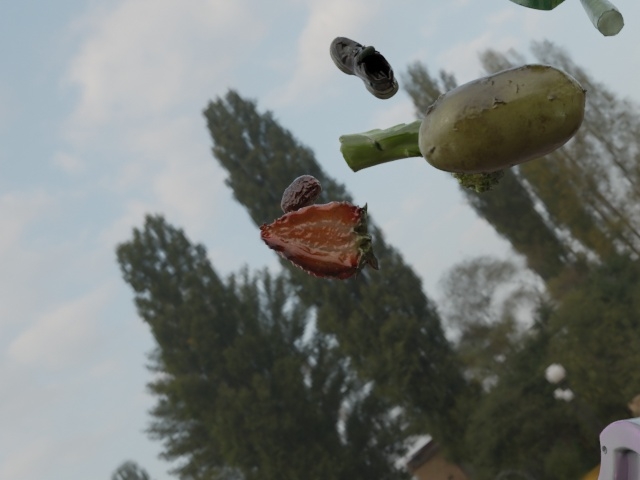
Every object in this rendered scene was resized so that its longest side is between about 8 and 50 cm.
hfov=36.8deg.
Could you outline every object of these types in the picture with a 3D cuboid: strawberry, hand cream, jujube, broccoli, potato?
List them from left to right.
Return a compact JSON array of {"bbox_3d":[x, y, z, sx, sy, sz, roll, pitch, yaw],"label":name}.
[{"bbox_3d":[-0.052,-0.112,2.435,0.129,0.077,0.077,-50,-8,-36],"label":"jujube"},{"bbox_3d":[-0.003,0.015,1.979,0.228,0.174,0.098,-11,-13,-3],"label":"strawberry"},{"bbox_3d":[0.270,-0.231,2.265,0.397,0.274,0.353,3,-20,-20],"label":"broccoli"},{"bbox_3d":[0.322,-0.214,1.726,0.307,0.173,0.210,-16,3,-11],"label":"potato"},{"bbox_3d":[0.516,-0.428,1.780,0.050,0.078,0.205,-56,13,25],"label":"hand cream"}]

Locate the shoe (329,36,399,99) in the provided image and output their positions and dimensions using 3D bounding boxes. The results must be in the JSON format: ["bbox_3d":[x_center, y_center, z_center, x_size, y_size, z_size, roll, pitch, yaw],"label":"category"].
[{"bbox_3d":[0.090,-0.359,1.916,0.071,0.169,0.099,-46,-9,-10],"label":"shoe"}]

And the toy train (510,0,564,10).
[{"bbox_3d":[0.440,-0.634,1.758,0.237,0.150,0.369,-37,-45,-25],"label":"toy train"}]

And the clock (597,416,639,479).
[{"bbox_3d":[0.456,0.377,1.184,0.102,0.338,0.338,-4,-29,-16],"label":"clock"}]
